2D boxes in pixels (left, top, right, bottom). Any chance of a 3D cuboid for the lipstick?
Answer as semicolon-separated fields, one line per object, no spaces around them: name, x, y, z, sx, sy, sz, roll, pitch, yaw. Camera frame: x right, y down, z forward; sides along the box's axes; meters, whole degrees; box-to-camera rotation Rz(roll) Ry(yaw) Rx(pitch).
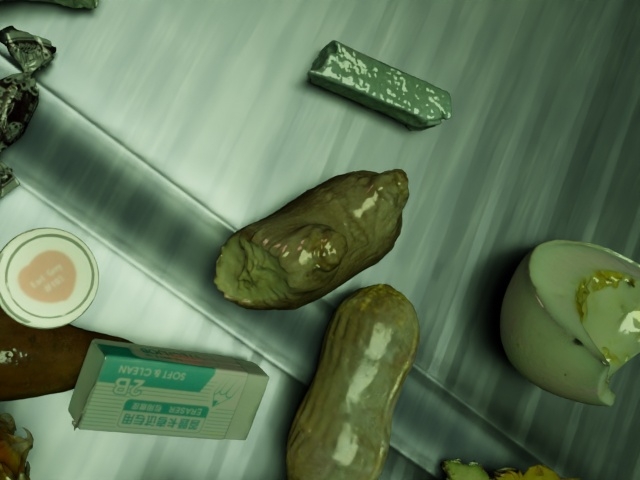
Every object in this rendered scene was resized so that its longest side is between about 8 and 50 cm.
lipstick;-0.278;0.035;0.812;0.087;0.327;0.087;0;88;-17

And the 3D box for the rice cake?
rice cake;0.079;-0.208;1.075;0.206;0.069;0.063;21;84;-14

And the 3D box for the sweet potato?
sweet potato;-0.370;0.126;0.895;0.359;0.112;0.112;8;86;-18

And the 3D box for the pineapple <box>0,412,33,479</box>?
pineapple;-0.381;0.234;0.837;0.344;0.286;0.209;27;76;28

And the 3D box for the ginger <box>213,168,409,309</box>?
ginger;0.000;0.000;0.974;0.275;0.221;0.130;-33;89;-8

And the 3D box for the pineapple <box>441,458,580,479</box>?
pineapple;0.216;0.399;1.098;0.164;0.140;0.250;31;57;26

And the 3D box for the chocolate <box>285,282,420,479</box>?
chocolate;0.044;0.205;1.018;0.134;0.134;0.309;25;81;-16

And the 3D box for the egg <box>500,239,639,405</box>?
egg;0.347;0.121;1.107;0.206;0.162;0.271;39;39;18

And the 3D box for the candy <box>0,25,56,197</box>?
candy;-0.368;-0.142;0.918;0.051;0.094;0.226;12;77;18

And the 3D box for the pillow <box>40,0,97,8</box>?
pillow;-0.403;-0.389;0.867;0.309;0.138;0.284;-14;108;-27

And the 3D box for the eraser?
eraser;-0.176;0.182;0.941;0.225;0.052;0.096;15;100;-36
